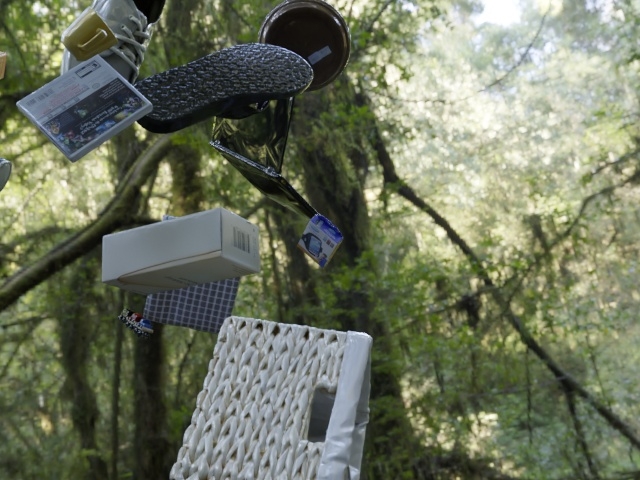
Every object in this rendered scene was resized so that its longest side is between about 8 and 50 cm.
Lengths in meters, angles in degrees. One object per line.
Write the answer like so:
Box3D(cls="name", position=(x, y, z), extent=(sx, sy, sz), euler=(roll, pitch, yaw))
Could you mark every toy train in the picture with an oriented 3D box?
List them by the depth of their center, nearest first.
Box3D(cls="toy train", position=(-0.369, 0.164, 1.367), extent=(0.027, 0.036, 0.158), euler=(28, -8, -33))

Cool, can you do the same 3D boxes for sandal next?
Box3D(cls="sandal", position=(-0.222, -0.337, 1.540), extent=(0.445, 0.168, 0.107), euler=(-22, -21, -29))

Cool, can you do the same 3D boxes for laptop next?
Box3D(cls="laptop", position=(-0.118, -0.279, 1.894), extent=(0.382, 0.236, 0.408), euler=(31, -10, 49))

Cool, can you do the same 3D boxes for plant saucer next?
Box3D(cls="plant saucer", position=(-0.047, -0.570, 2.009), extent=(0.277, 0.278, 0.041), euler=(-13, 28, 4))

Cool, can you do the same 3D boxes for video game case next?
Box3D(cls="video game case", position=(-0.452, -0.257, 1.313), extent=(0.190, 0.173, 0.022), euler=(-41, -17, -23))

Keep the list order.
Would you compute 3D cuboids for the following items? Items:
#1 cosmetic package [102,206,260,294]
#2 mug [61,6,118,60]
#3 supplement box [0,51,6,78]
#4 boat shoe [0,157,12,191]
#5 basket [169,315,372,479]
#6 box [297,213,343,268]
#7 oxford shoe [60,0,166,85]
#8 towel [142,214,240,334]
Box3D(cls="cosmetic package", position=(-0.302, 0.029, 1.481), extent=(0.309, 0.113, 0.160), euler=(-13, -20, 24))
Box3D(cls="mug", position=(-0.335, -0.292, 0.976), extent=(0.064, 0.062, 0.078), euler=(-40, 3, -8))
Box3D(cls="supplement box", position=(-0.880, -0.447, 1.763), extent=(0.080, 0.078, 0.233), euler=(13, 18, -14))
Box3D(cls="boat shoe", position=(-0.890, -0.121, 1.763), extent=(0.255, 0.079, 0.095), euler=(-51, -8, 17))
Box3D(cls="basket", position=(-0.064, 0.349, 1.167), extent=(0.266, 0.329, 0.331), euler=(9, -38, 8))
Box3D(cls="box", position=(0.000, 0.000, 1.511), extent=(0.028, 0.081, 0.136), euler=(-44, -10, -30))
Box3D(cls="oxford shoe", position=(-0.452, -0.432, 1.517), extent=(0.130, 0.450, 0.169), euler=(-1, -26, 27))
Box3D(cls="towel", position=(-0.324, 0.091, 1.776), extent=(0.234, 0.284, 0.121), euler=(12, 12, -6))
